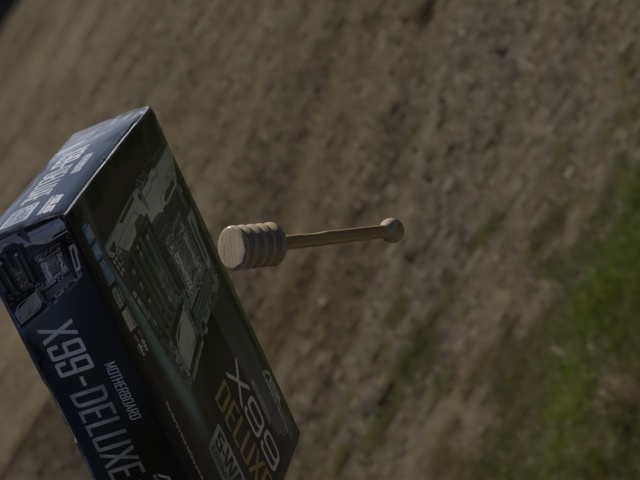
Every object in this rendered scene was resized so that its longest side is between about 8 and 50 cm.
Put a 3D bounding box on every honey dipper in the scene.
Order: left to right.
[{"bbox_3d":[0.000,0.000,1.265,0.030,0.161,0.030,5,97,46],"label":"honey dipper"}]

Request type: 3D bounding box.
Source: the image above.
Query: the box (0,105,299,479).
[{"bbox_3d":[-0.124,0.082,1.391,0.077,0.307,0.242,-19,17,16],"label":"box"}]
